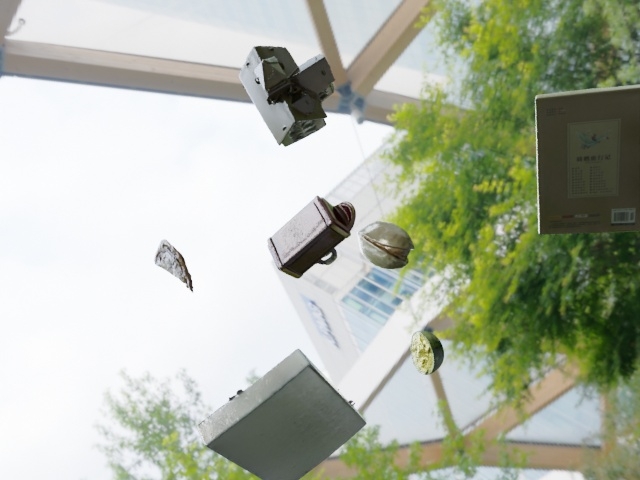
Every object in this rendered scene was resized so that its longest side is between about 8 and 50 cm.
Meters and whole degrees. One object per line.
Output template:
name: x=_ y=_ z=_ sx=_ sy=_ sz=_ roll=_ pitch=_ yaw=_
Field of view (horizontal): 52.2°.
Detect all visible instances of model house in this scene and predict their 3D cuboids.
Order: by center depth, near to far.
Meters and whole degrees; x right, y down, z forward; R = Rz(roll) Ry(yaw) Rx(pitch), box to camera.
model house: x=-0.066 y=-0.313 z=1.278 sx=0.176 sy=0.181 sz=0.248 roll=-30 pitch=-8 yaw=5

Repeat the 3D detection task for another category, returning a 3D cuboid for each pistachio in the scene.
pistachio: x=0.169 y=0.013 z=1.680 sx=0.124 sy=0.185 sz=0.125 roll=-7 pitch=-76 yaw=-27

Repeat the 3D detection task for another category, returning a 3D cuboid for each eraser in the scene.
eraser: x=-0.026 y=0.157 z=0.558 sx=0.103 sy=0.023 sz=0.150 roll=-38 pitch=-39 yaw=-3

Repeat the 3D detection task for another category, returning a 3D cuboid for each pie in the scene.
pie: x=-0.335 y=0.047 z=1.496 sx=0.033 sy=0.191 sz=0.088 roll=-22 pitch=-56 yaw=-33

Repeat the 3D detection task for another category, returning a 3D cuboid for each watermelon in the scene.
watermelon: x=0.258 y=0.262 z=1.545 sx=0.062 sy=0.105 sz=0.106 roll=-9 pitch=-61 yaw=-19

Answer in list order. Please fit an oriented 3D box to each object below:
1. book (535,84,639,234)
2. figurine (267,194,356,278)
book: x=0.545 y=-0.151 z=1.302 sx=0.021 sy=0.216 sz=0.311 roll=-66 pitch=-31 yaw=-55
figurine: x=0.000 y=-0.001 z=1.072 sx=0.154 sy=0.082 sz=0.098 roll=-39 pitch=-50 yaw=10
